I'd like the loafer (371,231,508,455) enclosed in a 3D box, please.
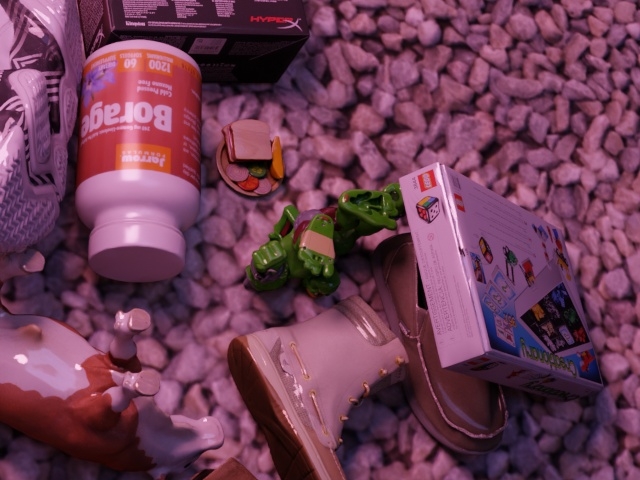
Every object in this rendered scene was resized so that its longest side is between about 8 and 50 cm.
[{"bbox_3d":[0.127,0.099,1.372,0.094,0.087,0.251,-16,74,-29],"label":"loafer"}]

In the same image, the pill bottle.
[{"bbox_3d":[-0.176,-0.075,1.295,0.121,0.121,0.216,8,64,-21],"label":"pill bottle"}]

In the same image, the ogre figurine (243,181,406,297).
[{"bbox_3d":[0.000,0.000,1.343,0.097,0.118,0.197,44,59,-5],"label":"ogre figurine"}]

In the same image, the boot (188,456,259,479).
[{"bbox_3d":[-0.132,0.298,1.120,0.115,0.112,0.305,58,37,-9],"label":"boot"}]

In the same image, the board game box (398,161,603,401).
[{"bbox_3d":[0.190,0.051,1.349,0.305,0.053,0.193,22,52,-56],"label":"board game box"}]

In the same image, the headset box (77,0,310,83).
[{"bbox_3d":[-0.152,-0.321,1.424,0.218,0.110,0.293,-3,69,-25],"label":"headset box"}]

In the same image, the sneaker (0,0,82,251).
[{"bbox_3d":[-0.333,-0.116,1.182,0.210,0.137,0.366,-3,40,1],"label":"sneaker"}]

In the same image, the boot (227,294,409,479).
[{"bbox_3d":[0.023,0.166,1.304,0.165,0.077,0.213,-20,74,-32],"label":"boot"}]

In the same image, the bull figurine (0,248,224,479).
[{"bbox_3d":[-0.221,0.117,1.159,0.310,0.188,0.101,24,49,-6],"label":"bull figurine"}]

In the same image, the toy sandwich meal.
[{"bbox_3d":[-0.071,-0.088,1.402,0.085,0.029,0.086,10,64,-20],"label":"toy sandwich meal"}]
